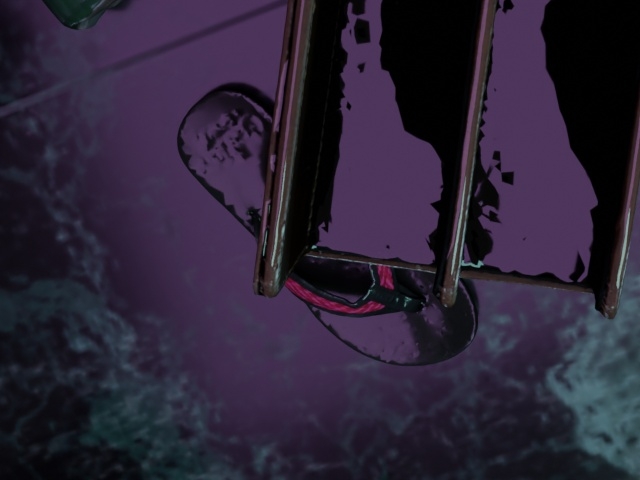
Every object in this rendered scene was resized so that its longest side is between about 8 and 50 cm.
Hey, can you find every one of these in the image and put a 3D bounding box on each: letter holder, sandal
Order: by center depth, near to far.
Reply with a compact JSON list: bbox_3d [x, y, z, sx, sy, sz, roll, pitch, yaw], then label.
[{"bbox_3d":[0.070,-0.124,0.728,0.152,0.214,0.302,8,96,4],"label":"letter holder"},{"bbox_3d":[0.000,0.000,0.875,0.179,0.040,0.067,42,102,-5],"label":"sandal"}]

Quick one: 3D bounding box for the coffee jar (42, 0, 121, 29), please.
[{"bbox_3d":[-0.137,-0.193,0.825,0.096,0.079,0.184,-41,96,13],"label":"coffee jar"}]
